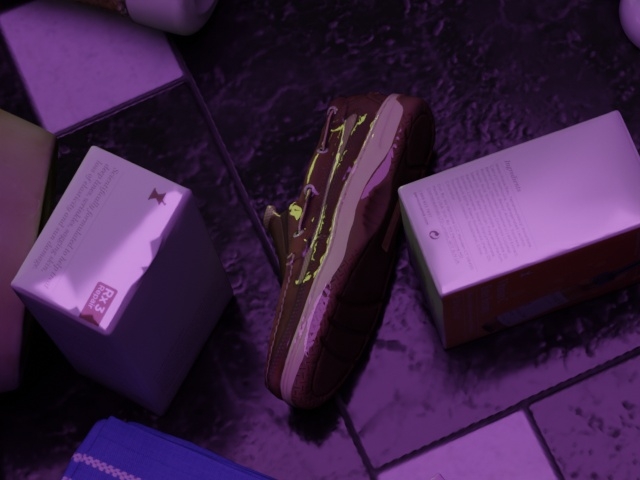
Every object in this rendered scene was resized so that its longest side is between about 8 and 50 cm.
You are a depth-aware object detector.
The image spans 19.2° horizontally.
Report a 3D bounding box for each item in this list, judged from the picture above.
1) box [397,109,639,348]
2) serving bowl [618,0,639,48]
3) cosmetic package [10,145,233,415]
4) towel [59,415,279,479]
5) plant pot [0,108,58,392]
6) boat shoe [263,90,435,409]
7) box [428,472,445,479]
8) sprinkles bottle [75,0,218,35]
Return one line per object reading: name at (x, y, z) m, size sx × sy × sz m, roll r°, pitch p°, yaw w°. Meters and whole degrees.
box at (0.153, -0.005, 1.384) m, size 0.170 × 0.130 × 0.091 m, roll -19°, pitch 68°, yaw -1°
serving bowl at (0.277, -0.186, 1.492) m, size 0.083 × 0.027 × 0.083 m, roll -2°, pitch 69°, yaw 5°
cosmetic package at (-0.135, 0.034, 1.344) m, size 0.085 × 0.231 × 0.117 m, roll 25°, pitch 74°, yaw 14°
towel at (-0.130, 0.296, 1.306) m, size 0.243 × 0.040 × 0.336 m, roll 18°, pitch 66°, yaw 26°
plant pot at (-0.340, -0.003, 1.360) m, size 0.280 × 0.323 × 0.323 m, roll 9°, pitch 70°, yaw -6°
boat shoe at (0.002, 0.004, 1.427) m, size 0.095 × 0.095 × 0.257 m, roll 12°, pitch 65°, yaw 25°
box at (0.031, 0.330, 1.311) m, size 0.293 × 0.057 × 0.201 m, roll -37°, pitch 70°, yaw -8°
sprinkles bottle at (-0.251, -0.265, 1.526) m, size 0.355 × 0.121 × 0.121 m, roll 16°, pitch 72°, yaw 12°
